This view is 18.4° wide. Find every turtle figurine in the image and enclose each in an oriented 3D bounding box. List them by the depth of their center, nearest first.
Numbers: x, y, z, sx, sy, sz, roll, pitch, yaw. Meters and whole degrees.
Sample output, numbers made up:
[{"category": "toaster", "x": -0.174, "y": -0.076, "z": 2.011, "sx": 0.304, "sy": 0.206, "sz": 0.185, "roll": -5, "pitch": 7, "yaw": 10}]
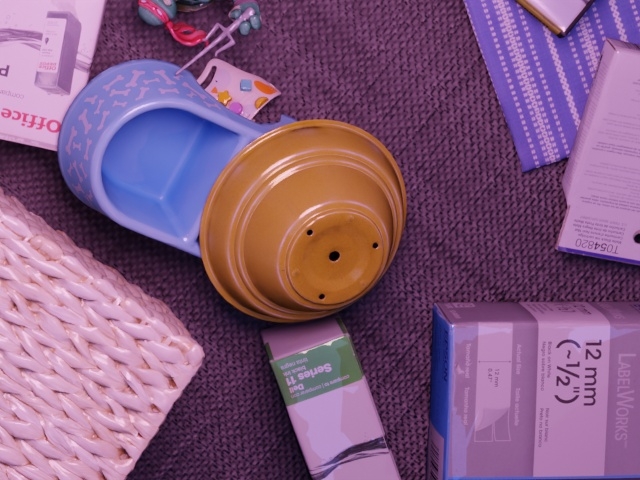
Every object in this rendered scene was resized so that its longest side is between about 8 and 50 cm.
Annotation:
[{"category": "turtle figurine", "x": -0.117, "y": -0.282, "z": 1.913, "sx": 0.175, "sy": 0.118, "sz": 0.234, "roll": 38, "pitch": 81, "yaw": -11}]

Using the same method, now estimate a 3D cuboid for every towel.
[{"category": "towel", "x": 0.322, "y": -0.240, "z": 2.019, "sx": 0.336, "sy": 0.040, "sz": 0.243, "roll": -21, "pitch": 103, "yaw": -1}]

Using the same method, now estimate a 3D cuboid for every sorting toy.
[{"category": "sorting toy", "x": -0.096, "y": -0.142, "z": 1.984, "sx": 0.075, "sy": 0.045, "sz": 0.083, "roll": 40, "pitch": 93, "yaw": 8}]

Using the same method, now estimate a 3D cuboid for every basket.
[{"category": "basket", "x": -0.313, "y": 0.108, "z": 1.856, "sx": 0.328, "sy": 0.331, "sz": 0.266, "roll": 36, "pitch": 88, "yaw": -11}]

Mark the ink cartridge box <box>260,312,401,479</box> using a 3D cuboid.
[{"category": "ink cartridge box", "x": 0.016, "y": 0.186, "z": 1.989, "sx": 0.086, "sy": 0.153, "sz": 0.208, "roll": -20, "pitch": 100, "yaw": -2}]

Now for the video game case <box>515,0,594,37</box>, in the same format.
[{"category": "video game case", "x": 0.232, "y": -0.383, "z": 1.955, "sx": 0.248, "sy": 0.035, "sz": 0.275, "roll": 40, "pitch": 90, "yaw": -2}]

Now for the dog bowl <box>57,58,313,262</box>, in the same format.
[{"category": "dog bowl", "x": -0.109, "y": -0.061, "z": 1.925, "sx": 0.297, "sy": 0.074, "sz": 0.166, "roll": 23, "pitch": 103, "yaw": -30}]

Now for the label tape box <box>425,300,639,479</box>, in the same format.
[{"category": "label tape box", "x": 0.288, "y": 0.194, "z": 2.044, "sx": 0.347, "sy": 0.115, "sz": 0.249, "roll": 1, "pitch": 99, "yaw": -5}]

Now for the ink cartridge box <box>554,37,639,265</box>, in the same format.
[{"category": "ink cartridge box", "x": 0.367, "y": -0.080, "z": 2.025, "sx": 0.223, "sy": 0.045, "sz": 0.224, "roll": 10, "pitch": 111, "yaw": -12}]

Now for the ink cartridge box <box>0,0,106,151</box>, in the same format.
[{"category": "ink cartridge box", "x": -0.295, "y": -0.207, "z": 1.918, "sx": 0.158, "sy": 0.092, "sz": 0.218, "roll": 12, "pitch": 100, "yaw": -9}]

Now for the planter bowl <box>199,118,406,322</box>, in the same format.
[{"category": "planter bowl", "x": 0.000, "y": 0.000, "z": 1.903, "sx": 0.217, "sy": 0.090, "sz": 0.217, "roll": -10, "pitch": 117, "yaw": -19}]
